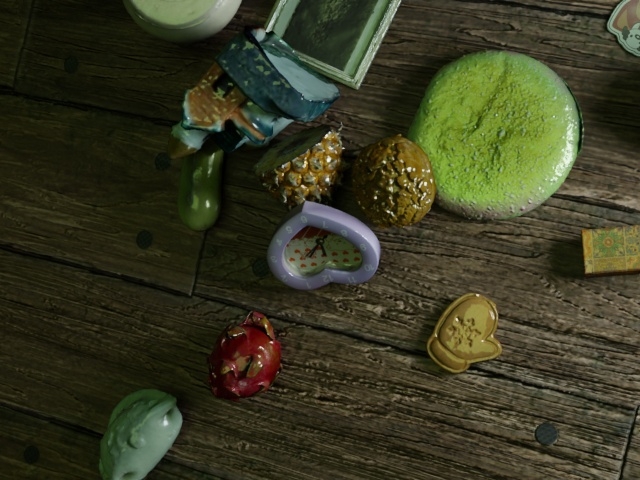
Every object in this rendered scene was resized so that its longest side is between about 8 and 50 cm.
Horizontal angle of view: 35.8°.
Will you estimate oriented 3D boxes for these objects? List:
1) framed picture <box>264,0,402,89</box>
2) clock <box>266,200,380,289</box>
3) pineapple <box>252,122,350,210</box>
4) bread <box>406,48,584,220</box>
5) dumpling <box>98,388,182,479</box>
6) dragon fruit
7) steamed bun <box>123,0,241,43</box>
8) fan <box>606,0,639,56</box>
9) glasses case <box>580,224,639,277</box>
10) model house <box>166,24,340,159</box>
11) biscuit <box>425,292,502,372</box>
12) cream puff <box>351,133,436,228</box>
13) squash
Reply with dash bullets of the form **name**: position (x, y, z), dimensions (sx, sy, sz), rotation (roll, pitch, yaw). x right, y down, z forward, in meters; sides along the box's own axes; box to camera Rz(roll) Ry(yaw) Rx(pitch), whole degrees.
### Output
- **framed picture**: position (0.035, -0.447, 1.797), dimensions (0.231, 0.018, 0.293), rotation (27, 94, 20)
- **clock**: position (0.000, 0.000, 1.709), dimensions (0.198, 0.064, 0.172), rotation (-9, 125, 19)
- **pineapple**: position (-0.016, -0.108, 1.729), dimensions (0.176, 0.161, 0.136), rotation (-18, 114, 31)
- **bread**: position (0.288, -0.175, 1.665), dimensions (0.302, 0.045, 0.301), rotation (-1, 86, 19)
- **dumpling**: position (-0.343, 0.346, 1.808), dimensions (0.149, 0.105, 0.216), rotation (42, 100, 19)
- **dragon fruit**: position (-0.127, 0.207, 1.738), dimensions (0.133, 0.136, 0.165), rotation (25, 64, -9)
- **steamed bun**: position (-0.250, -0.475, 1.836), dimensions (0.232, 0.145, 0.231), rotation (0, 89, 7)
- **fan**: position (0.572, -0.391, 1.601), dimensions (0.132, 0.009, 0.220), rotation (46, 101, 17)
- **glasses case**: position (0.524, 0.014, 1.556), dimensions (0.218, 0.049, 0.075), rotation (-5, 76, 19)
- **model house**: position (-0.142, -0.219, 1.716), dimensions (0.291, 0.253, 0.184), rotation (-38, 94, 17)
- **biscuit**: position (0.249, 0.159, 1.656), dimensions (0.118, 0.023, 0.140), rotation (29, 94, 21)
- **cream puff**: position (0.115, -0.096, 1.665), dimensions (0.165, 0.115, 0.150), rotation (36, 123, 39)
- **squash**: position (-0.212, -0.139, 1.827), dimensions (0.083, 0.083, 0.250), rotation (6, 83, 20)
